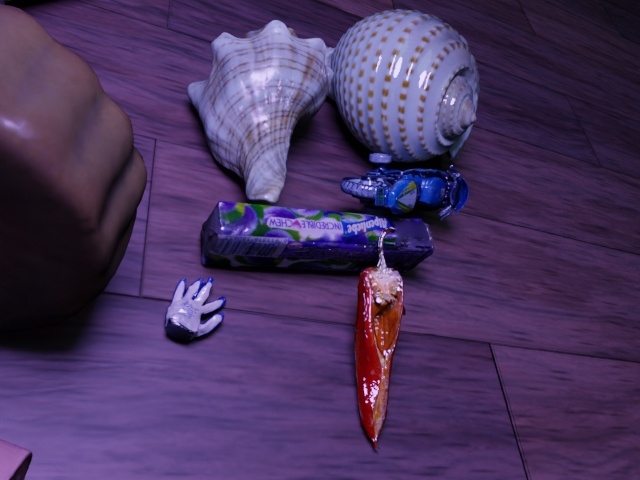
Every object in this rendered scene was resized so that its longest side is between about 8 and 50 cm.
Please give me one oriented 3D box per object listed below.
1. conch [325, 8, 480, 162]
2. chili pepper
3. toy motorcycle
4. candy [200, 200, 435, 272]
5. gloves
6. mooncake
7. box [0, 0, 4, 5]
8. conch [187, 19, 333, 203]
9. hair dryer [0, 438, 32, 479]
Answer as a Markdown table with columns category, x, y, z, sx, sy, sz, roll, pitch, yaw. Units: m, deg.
| category | x | y | z | sx | sy | sz | roll | pitch | yaw |
| --- | --- | --- | --- | --- | --- | --- | --- | --- | --- |
| conch | 0.142 | -0.276 | 0.941 | 0.303 | 0.215 | 0.319 | -8 | 55 | -49 |
| chili pepper | 0.069 | 0.111 | 0.690 | 0.059 | 0.050 | 0.267 | 10 | 76 | -24 |
| toy motorcycle | 0.134 | -0.075 | 0.833 | 0.136 | 0.092 | 0.254 | 15 | 15 | 32 |
| candy | 0.000 | 0.000 | 0.736 | 0.313 | 0.088 | 0.061 | 5 | 60 | -28 |
| gloves | -0.140 | 0.078 | 0.641 | 0.064 | 0.026 | 0.086 | 27 | 43 | -13 |
| mooncake | -0.296 | -0.058 | 0.473 | 0.291 | 0.290 | 0.161 | 20 | 45 | -16 |
| box | -0.459 | -0.203 | 0.562 | 0.252 | 0.188 | 0.153 | 13 | 53 | -18 |
| conch | -0.090 | -0.211 | 0.789 | 0.386 | 0.203 | 0.169 | -78 | 151 | -52 |
| hair dryer | -0.342 | 0.222 | 0.290 | 0.210 | 0.125 | 0.352 | 27 | 28 | -9 |
